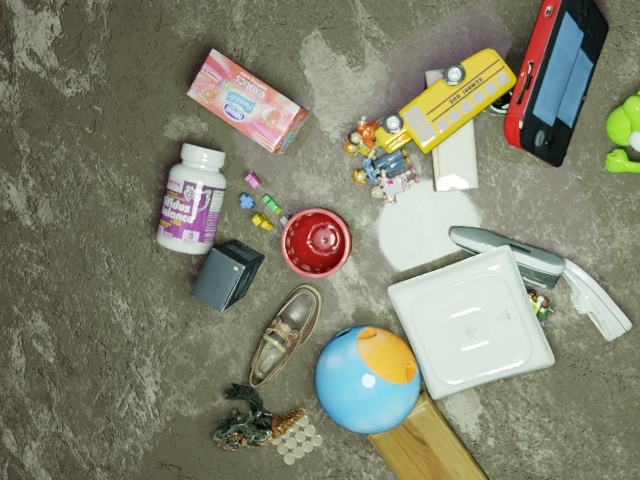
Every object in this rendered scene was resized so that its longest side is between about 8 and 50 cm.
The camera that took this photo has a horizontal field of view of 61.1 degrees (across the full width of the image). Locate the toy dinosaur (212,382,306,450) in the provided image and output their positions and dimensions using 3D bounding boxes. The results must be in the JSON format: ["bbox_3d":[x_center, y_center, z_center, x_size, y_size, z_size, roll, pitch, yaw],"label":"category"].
[{"bbox_3d":[-0.195,0.544,1.632,0.322,0.164,0.218,-34,122,5],"label":"toy dinosaur"}]

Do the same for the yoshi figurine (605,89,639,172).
[{"bbox_3d":[0.848,-0.216,1.381,0.203,0.203,0.362,-14,112,51],"label":"yoshi figurine"}]

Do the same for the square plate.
[{"bbox_3d":[0.396,0.230,1.444,0.344,0.049,0.347,-22,95,16],"label":"square plate"}]

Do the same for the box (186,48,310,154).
[{"bbox_3d":[-0.202,-0.386,1.538,0.300,0.142,0.154,36,101,5],"label":"box"}]

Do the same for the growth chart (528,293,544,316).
[{"bbox_3d":[0.465,0.192,1.486,0.237,0.021,0.172,20,106,24],"label":"growth chart"}]

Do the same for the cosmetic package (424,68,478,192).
[{"bbox_3d":[0.347,-0.287,1.443,0.113,0.160,0.309,-6,93,11],"label":"cosmetic package"}]

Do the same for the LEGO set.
[{"bbox_3d":[-0.173,-0.092,1.588,0.087,0.093,0.227,-40,88,12],"label":"LEGO set"}]

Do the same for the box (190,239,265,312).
[{"bbox_3d":[-0.263,0.096,1.564,0.108,0.207,0.153,30,100,6],"label":"box"}]

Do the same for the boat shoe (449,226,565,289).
[{"bbox_3d":[0.494,0.051,1.477,0.306,0.113,0.105,17,117,9],"label":"boat shoe"}]

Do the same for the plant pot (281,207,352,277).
[{"bbox_3d":[0.000,0.000,1.525,0.191,0.174,0.191,1,97,10],"label":"plant pot"}]

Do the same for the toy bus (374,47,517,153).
[{"bbox_3d":[0.294,-0.320,1.316,0.332,0.108,0.130,-38,89,12],"label":"toy bus"}]

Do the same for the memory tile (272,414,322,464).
[{"bbox_3d":[-0.076,0.617,1.683,0.148,0.012,0.113,-37,88,12],"label":"memory tile"}]

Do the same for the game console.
[{"bbox_3d":[0.585,-0.389,1.317,0.060,0.342,0.387,25,102,43],"label":"game console"}]

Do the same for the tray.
[{"bbox_3d":[0.332,0.654,1.556,0.203,0.076,0.411,-35,96,11],"label":"tray"}]

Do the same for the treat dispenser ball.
[{"bbox_3d":[0.127,0.378,1.482,0.288,0.288,0.288,1,96,10],"label":"treat dispenser ball"}]

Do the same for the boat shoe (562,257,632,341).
[{"bbox_3d":[0.718,0.162,1.453,0.084,0.095,0.258,-42,86,7],"label":"boat shoe"}]

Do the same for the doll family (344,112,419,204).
[{"bbox_3d":[0.157,-0.230,1.520,0.163,0.118,0.263,-23,109,5],"label":"doll family"}]

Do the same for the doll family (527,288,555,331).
[{"bbox_3d":[0.542,0.174,1.498,0.193,0.076,0.111,10,102,12],"label":"doll family"}]

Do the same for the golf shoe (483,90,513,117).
[{"bbox_3d":[0.522,-0.352,1.438,0.198,0.094,0.077,10,96,7],"label":"golf shoe"}]

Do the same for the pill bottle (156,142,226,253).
[{"bbox_3d":[-0.369,-0.124,1.582,0.169,0.169,0.301,15,98,8],"label":"pill bottle"}]

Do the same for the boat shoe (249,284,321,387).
[{"bbox_3d":[-0.112,0.288,1.600,0.123,0.123,0.342,35,101,5],"label":"boat shoe"}]
